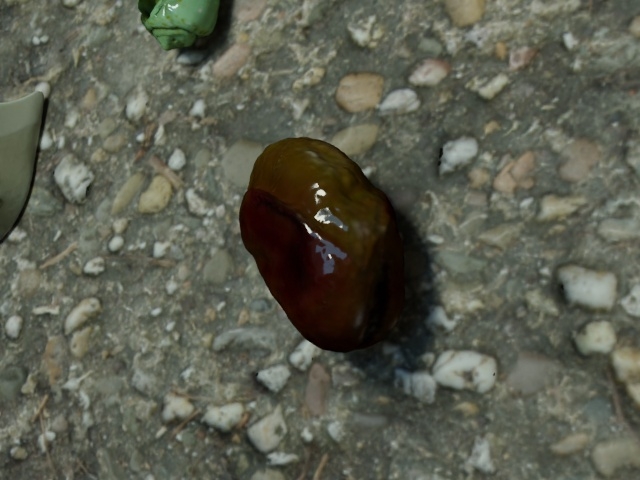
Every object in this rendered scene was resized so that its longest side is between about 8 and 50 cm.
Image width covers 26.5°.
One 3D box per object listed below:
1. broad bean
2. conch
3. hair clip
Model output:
[{"bbox_3d":[0.002,0.001,1.316,0.228,0.122,0.156,61,139,35],"label":"broad bean"},{"bbox_3d":[-0.151,-0.287,1.523,0.106,0.079,0.170,12,71,30],"label":"conch"},{"bbox_3d":[-0.447,-0.056,1.622,0.282,0.172,0.113,-55,47,23],"label":"hair clip"}]
